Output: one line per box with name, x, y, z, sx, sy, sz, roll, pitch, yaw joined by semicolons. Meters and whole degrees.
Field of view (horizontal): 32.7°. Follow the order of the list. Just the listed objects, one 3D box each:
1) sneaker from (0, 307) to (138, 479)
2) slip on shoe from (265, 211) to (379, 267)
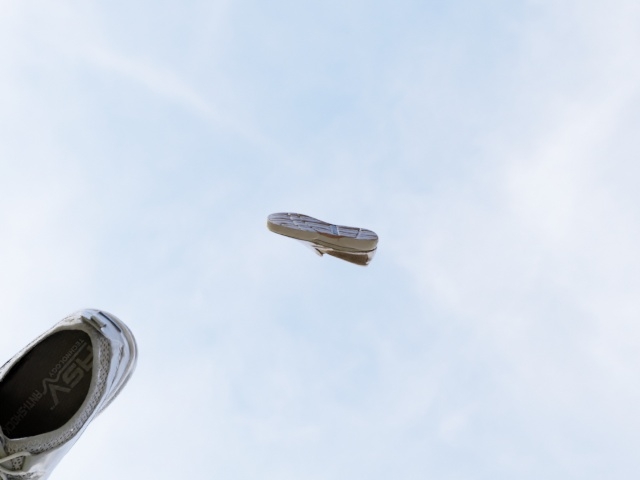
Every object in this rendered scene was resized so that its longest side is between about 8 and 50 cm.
sneaker;-0.249;0.157;0.810;0.105;0.281;0.115;33;-15;5
slip on shoe;0.000;0.000;1.287;0.135;0.051;0.041;10;-65;-9
